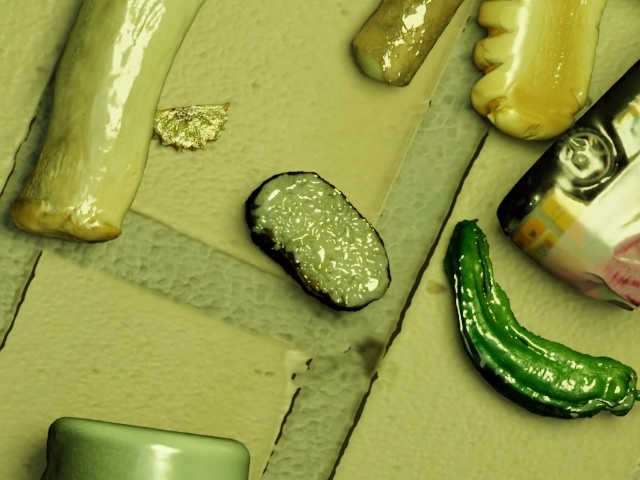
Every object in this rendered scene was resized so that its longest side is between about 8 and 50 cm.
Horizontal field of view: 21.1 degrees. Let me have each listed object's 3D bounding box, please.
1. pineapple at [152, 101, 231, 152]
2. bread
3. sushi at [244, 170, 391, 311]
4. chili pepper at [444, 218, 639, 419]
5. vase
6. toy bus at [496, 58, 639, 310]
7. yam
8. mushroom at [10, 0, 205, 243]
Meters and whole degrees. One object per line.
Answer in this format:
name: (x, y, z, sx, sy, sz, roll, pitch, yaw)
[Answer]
pineapple: (-0.122, -0.103, 1.579, 0.083, 0.019, 0.045, -4, 89, -9)
bread: (0.194, -0.181, 1.574, 0.119, 0.084, 0.177, 10, 91, -31)
sushi: (0.000, 0.000, 1.565, 0.150, 0.078, 0.090, 42, 80, -5)
chili pepper: (0.215, 0.101, 1.596, 0.279, 0.065, 0.122, 35, 93, -1)
vase: (-0.174, 0.305, 1.488, 0.245, 0.245, 0.291, 7, 84, -6)
toy bus: (0.343, -0.097, 1.544, 0.386, 0.171, 0.162, -44, 81, -3)
yam: (0.135, -0.301, 1.576, 0.081, 0.081, 0.357, 31, 89, -6)
mushroom: (-0.170, -0.157, 1.533, 0.122, 0.095, 0.351, 25, 91, 14)
